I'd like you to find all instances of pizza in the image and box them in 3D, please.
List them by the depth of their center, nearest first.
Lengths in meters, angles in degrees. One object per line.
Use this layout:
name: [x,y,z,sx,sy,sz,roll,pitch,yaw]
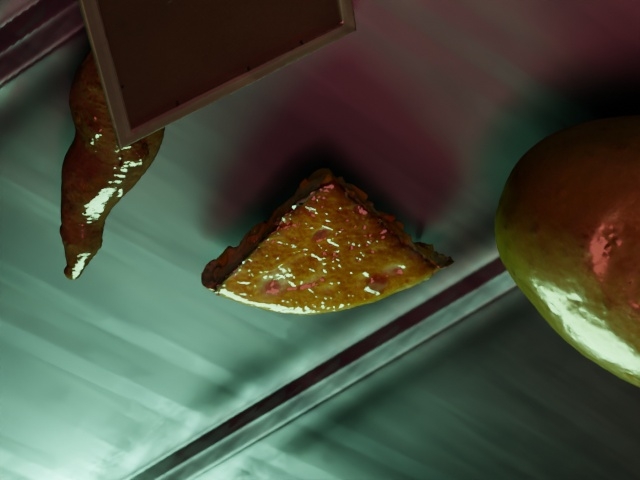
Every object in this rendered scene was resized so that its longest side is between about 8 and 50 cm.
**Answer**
pizza: [0.000,0.000,1.373,0.178,0.041,0.131,-14,133,1]

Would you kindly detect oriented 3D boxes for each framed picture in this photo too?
framed picture: [-0.063,-0.152,1.210,0.183,0.011,0.142,-29,133,-20]

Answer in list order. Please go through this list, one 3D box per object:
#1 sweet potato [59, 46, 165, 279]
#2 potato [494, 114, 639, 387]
sweet potato: [-0.136,-0.062,1.284,0.068,0.068,0.226,3,132,-13]
potato: [0.198,-0.004,1.337,0.158,0.178,0.203,13,145,-2]
